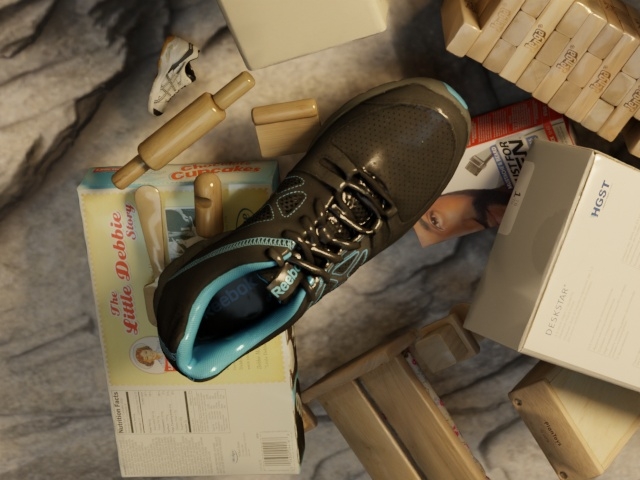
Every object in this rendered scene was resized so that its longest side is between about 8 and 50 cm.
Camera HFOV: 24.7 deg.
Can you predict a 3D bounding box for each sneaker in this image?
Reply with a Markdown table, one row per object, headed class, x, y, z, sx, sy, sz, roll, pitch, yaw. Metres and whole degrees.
| class | x | y | z | sx | sy | sz | roll | pitch | yaw |
| --- | --- | --- | --- | --- | --- | --- | --- | --- | --- |
| sneaker | -0.132 | -0.143 | 1.322 | 0.037 | 0.032 | 0.083 | 17 | 127 | -7 |
| sneaker | 0.000 | 0.000 | 1.260 | 0.341 | 0.139 | 0.125 | -42 | 108 | 10 |

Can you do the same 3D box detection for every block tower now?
| class | x | y | z | sx | sy | sz | roll | pitch | yaw |
| --- | --- | --- | --- | --- | --- | --- | --- | --- | --- |
| block tower | 0.268 | -0.136 | 1.248 | 0.336 | 0.091 | 0.097 | 26 | 118 | -14 |

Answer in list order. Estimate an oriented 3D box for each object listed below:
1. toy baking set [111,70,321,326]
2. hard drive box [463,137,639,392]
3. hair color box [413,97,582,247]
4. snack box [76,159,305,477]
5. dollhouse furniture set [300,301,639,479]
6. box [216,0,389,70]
| class | x | y | z | sx | sy | sz | roll | pitch | yaw |
| --- | --- | --- | --- | --- | --- | --- | --- | --- | --- |
| toy baking set | -0.089 | -0.027 | 1.329 | 0.256 | 0.030 | 0.196 | -32 | 106 | 15 |
| hard drive box | 0.266 | 0.034 | 1.290 | 0.232 | 0.089 | 0.181 | 20 | 91 | -31 |
| hair color box | 0.155 | -0.064 | 1.340 | 0.167 | 0.053 | 0.093 | -17 | 124 | 18 |
| snack box | -0.121 | 0.082 | 1.432 | 0.187 | 0.060 | 0.321 | -2 | 114 | 6 |
| dollhouse furniture set | 0.169 | 0.211 | 1.492 | 0.356 | 0.174 | 0.303 | -30 | 94 | 43 |
| box | -0.051 | -0.305 | 1.127 | 0.121 | 0.148 | 0.311 | -14 | 125 | 15 |
